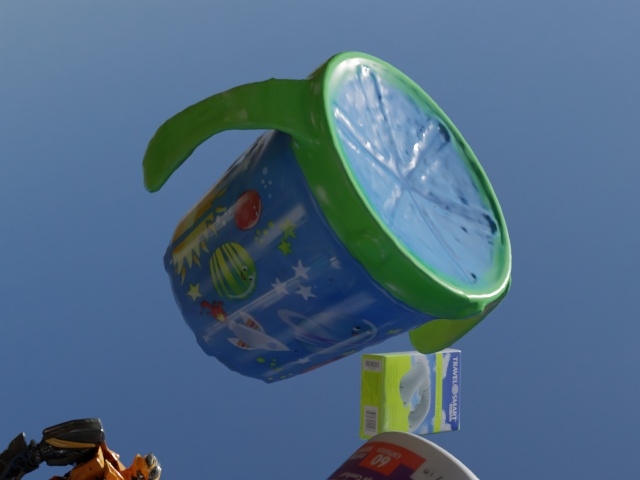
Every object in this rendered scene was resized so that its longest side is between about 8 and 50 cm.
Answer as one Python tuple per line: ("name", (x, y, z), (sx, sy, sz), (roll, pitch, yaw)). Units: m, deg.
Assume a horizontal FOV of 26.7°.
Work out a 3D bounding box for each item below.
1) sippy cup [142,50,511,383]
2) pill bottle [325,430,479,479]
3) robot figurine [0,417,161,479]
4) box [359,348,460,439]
("sippy cup", (0.000, 0.000, 1.115), (0.224, 0.305, 0.240), (-34, -173, 29))
("pill bottle", (0.005, 0.198, 0.710), (0.193, 0.108, 0.108), (-39, -156, -33))
("robot figurine", (-0.263, 0.287, 1.208), (0.291, 0.211, 0.085), (-34, -145, 1))
("box", (0.123, 0.196, 1.736), (0.042, 0.109, 0.178), (2, -179, 44))
